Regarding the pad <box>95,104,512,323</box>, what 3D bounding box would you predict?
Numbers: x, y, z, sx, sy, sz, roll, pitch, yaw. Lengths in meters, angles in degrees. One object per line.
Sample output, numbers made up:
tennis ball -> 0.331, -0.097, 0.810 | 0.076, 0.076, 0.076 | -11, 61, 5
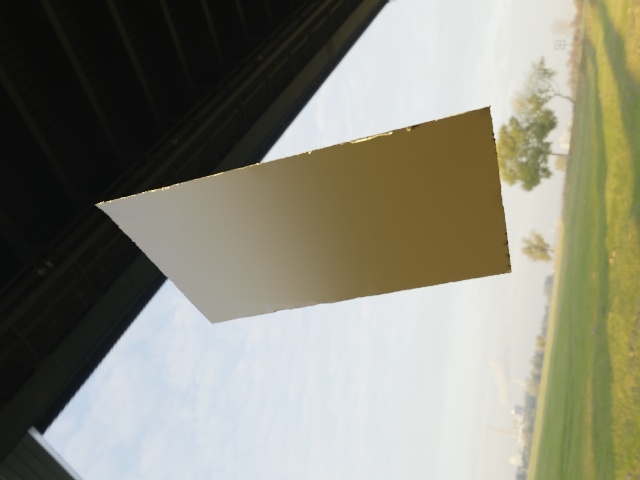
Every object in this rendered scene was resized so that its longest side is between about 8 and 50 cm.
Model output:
pad -> 0.000, 0.000, 0.562 | 0.247, 0.367, 0.007 | 61, -158, -49
